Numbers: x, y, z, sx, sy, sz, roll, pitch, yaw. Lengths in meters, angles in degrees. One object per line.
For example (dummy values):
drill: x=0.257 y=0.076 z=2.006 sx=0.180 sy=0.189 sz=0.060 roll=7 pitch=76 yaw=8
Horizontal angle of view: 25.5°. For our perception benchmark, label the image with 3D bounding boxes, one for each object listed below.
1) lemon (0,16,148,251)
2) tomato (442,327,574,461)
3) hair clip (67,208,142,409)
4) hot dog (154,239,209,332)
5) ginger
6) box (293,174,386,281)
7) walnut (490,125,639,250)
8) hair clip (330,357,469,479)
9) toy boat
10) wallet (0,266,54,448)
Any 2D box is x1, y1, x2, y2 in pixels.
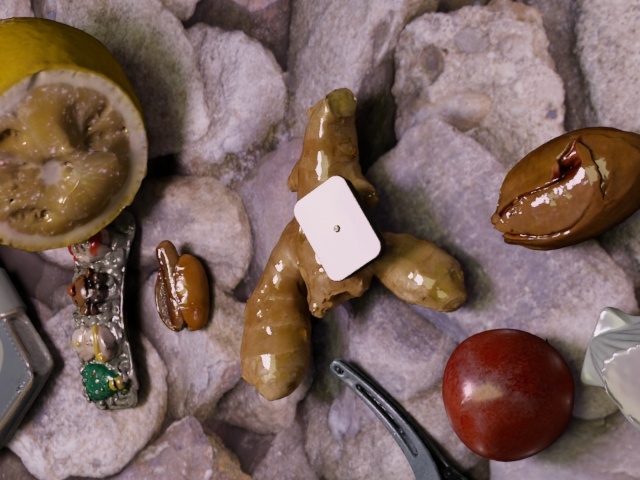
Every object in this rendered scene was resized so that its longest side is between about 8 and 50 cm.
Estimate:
lemon: x=-0.454 y=-0.183 z=2.177 sx=0.364 sy=0.364 sz=0.364 roll=-1 pitch=88 yaw=37
tomato: x=0.230 y=0.189 z=1.759 sx=0.167 sy=0.167 sz=0.167 roll=-1 pitch=88 yaw=37
hair clip: x=-0.355 y=0.107 z=2.238 sx=0.138 sy=0.091 sz=0.321 roll=-9 pitch=82 yaw=39
hot dog: x=-0.214 y=0.069 z=2.152 sx=0.090 sy=0.060 sz=0.140 roll=-3 pitch=83 yaw=32
ginger: x=-0.001 y=0.008 z=1.966 sx=0.363 sy=0.122 sz=0.348 roll=-34 pitch=65 yaw=33
box: x=0.027 y=-0.016 z=1.869 sx=0.091 sy=0.031 sz=0.126 roll=-37 pitch=74 yaw=22
walnut: x=0.307 y=-0.062 z=1.723 sx=0.245 sy=0.137 sz=0.137 roll=-30 pitch=71 yaw=43
hair clip: x=0.102 y=0.258 z=1.914 sx=0.275 sy=0.083 sz=0.048 roll=48 pitch=123 yaw=36
toy boat: x=0.431 y=0.175 z=1.638 sx=0.290 sy=0.100 sz=0.199 roll=22 pitch=102 yaw=34
wallet: x=-0.590 y=0.158 z=2.424 sx=0.252 sy=0.083 sz=0.360 roll=-51 pitch=61 yaw=30
